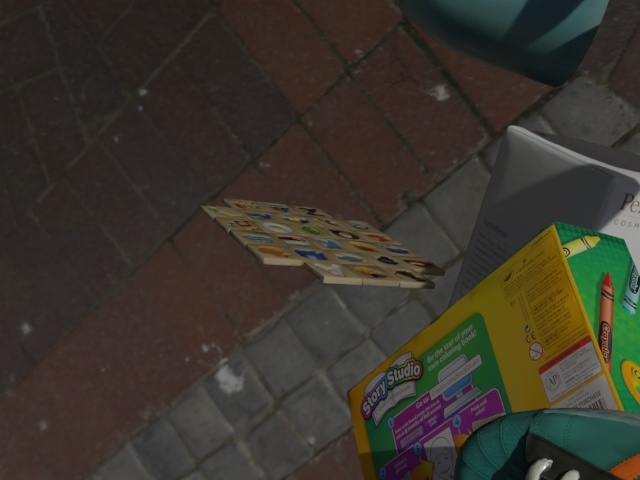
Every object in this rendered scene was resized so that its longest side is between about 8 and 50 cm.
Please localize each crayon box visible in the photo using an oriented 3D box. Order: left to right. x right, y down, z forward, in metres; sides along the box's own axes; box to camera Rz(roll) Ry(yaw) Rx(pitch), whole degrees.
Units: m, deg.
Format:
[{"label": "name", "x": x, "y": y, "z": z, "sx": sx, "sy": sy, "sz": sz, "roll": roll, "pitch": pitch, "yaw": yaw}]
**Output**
[{"label": "crayon box", "x": 0.138, "y": 0.134, "z": 0.720, "sx": 0.278, "sy": 0.081, "sz": 0.165, "roll": -47, "pitch": 43, "yaw": 41}]

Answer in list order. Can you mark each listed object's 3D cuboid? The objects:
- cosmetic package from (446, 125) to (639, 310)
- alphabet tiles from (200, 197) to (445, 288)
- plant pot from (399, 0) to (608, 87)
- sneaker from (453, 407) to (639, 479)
[{"label": "cosmetic package", "x": 0.481, "y": 0.044, "z": 1.660, "sx": 0.329, "sy": 0.327, "sz": 0.394, "roll": 8, "pitch": 108, "yaw": -24}, {"label": "alphabet tiles", "x": 0.000, "y": 0.000, "z": 1.324, "sx": 0.342, "sy": 0.285, "sz": 0.011, "roll": 35, "pitch": 115, "yaw": 56}, {"label": "plant pot", "x": 0.236, "y": -0.372, "z": 1.234, "sx": 0.235, "sy": 0.293, "sz": 0.293, "roll": 12, "pitch": 108, "yaw": -4}, {"label": "sneaker", "x": 0.174, "y": 0.156, "z": 0.449, "sx": 0.302, "sy": 0.121, "sz": 0.108, "roll": 15, "pitch": 96, "yaw": 43}]
